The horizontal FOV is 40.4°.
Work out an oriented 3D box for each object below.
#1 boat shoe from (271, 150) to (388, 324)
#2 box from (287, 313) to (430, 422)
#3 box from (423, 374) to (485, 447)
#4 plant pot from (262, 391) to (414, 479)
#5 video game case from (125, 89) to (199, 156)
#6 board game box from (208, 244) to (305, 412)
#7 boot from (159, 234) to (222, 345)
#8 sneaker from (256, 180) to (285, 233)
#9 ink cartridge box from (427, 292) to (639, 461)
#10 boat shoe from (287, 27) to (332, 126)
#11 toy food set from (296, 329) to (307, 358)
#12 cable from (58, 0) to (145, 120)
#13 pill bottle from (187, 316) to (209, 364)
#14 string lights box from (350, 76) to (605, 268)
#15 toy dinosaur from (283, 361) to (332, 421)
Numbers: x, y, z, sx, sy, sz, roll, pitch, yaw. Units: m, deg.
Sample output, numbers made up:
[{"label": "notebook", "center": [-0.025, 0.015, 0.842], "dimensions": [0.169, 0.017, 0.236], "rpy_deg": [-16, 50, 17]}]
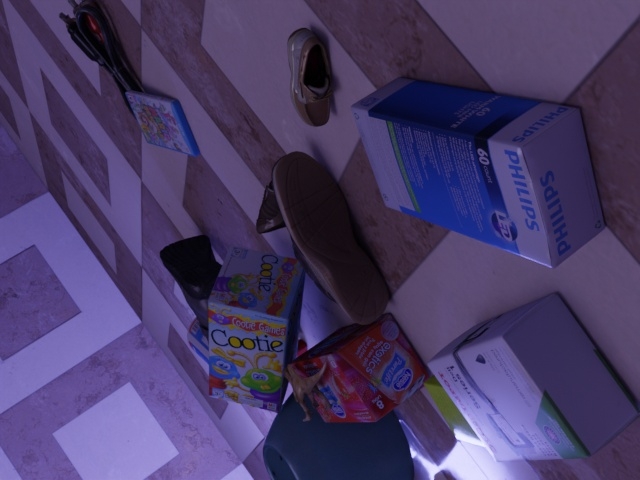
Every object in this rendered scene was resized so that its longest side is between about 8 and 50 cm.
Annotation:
[{"label": "boat shoe", "center": [0.000, 0.000, 1.282], "dimensions": [0.092, 0.103, 0.285], "rpy_deg": [5, 132, 58]}, {"label": "box", "center": [0.057, 0.216, 1.435], "dimensions": [0.128, 0.123, 0.257], "rpy_deg": [57, 159, 0]}, {"label": "box", "center": [0.225, 0.240, 1.216], "dimensions": [0.109, 0.042, 0.178], "rpy_deg": [59, 159, -9]}, {"label": "plant pot", "center": [0.008, 0.398, 1.637], "dimensions": [0.290, 0.195, 0.290], "rpy_deg": [39, 142, 40]}, {"label": "video game case", "center": [-0.309, -0.229, 1.697], "dimensions": [0.166, 0.015, 0.119], "rpy_deg": [19, 138, 42]}, {"label": "board game box", "center": [-0.117, 0.164, 1.577], "dimensions": [0.142, 0.144, 0.275], "rpy_deg": [12, 135, 5]}, {"label": "boot", "center": [-0.251, 0.132, 1.889], "dimensions": [0.338, 0.118, 0.222], "rpy_deg": [-127, 20, -65]}, {"label": "sneaker", "center": [-0.062, -0.062, 1.400], "dimensions": [0.188, 0.066, 0.071], "rpy_deg": [-28, 79, 64]}, {"label": "ink cartridge box", "center": [0.238, 0.169, 1.016], "dimensions": [0.160, 0.093, 0.219], "rpy_deg": [55, 159, 5]}, {"label": "boat shoe", "center": [-0.010, -0.195, 1.085], "dimensions": [0.045, 0.050, 0.135], "rpy_deg": [43, 156, 44]}, {"label": "toy food set", "center": [-0.101, 0.223, 1.815], "dimensions": [0.111, 0.104, 0.232], "rpy_deg": [47, 157, 23]}, {"label": "cable", "center": [-0.408, -0.369, 1.735], "dimensions": [0.287, 0.072, 0.139], "rpy_deg": [48, 144, -14]}, {"label": "pill bottle", "center": [-0.220, 0.264, 2.108], "dimensions": [0.221, 0.124, 0.124], "rpy_deg": [33, 149, 46]}, {"label": "string lights box", "center": [0.149, -0.077, 0.876], "dimensions": [0.260, 0.077, 0.133], "rpy_deg": [26, 144, 53]}, {"label": "toy dinosaur", "center": [-0.025, 0.238, 1.399], "dimensions": [0.092, 0.053, 0.183], "rpy_deg": [61, 159, -4]}]
